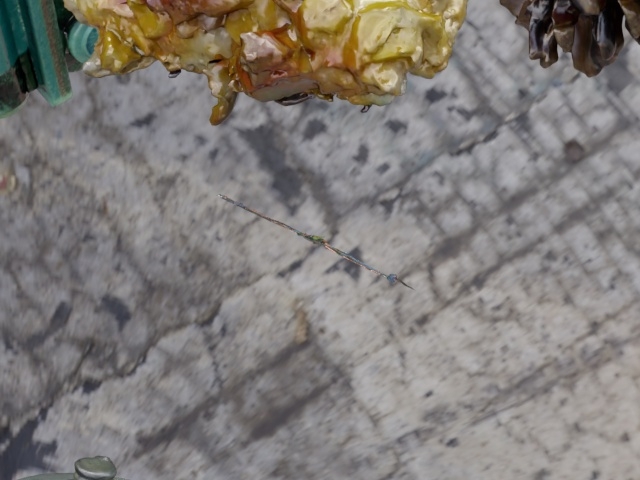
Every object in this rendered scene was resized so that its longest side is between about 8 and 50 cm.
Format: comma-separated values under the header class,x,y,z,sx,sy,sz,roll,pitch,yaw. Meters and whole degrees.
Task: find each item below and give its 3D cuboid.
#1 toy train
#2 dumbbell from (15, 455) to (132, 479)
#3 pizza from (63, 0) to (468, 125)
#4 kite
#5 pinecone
class,x,y,z,sx,sy,sz,roll,pitch,yaw
toy train,-0.257,-0.221,1.210,0.194,0.298,0.120,-35,63,-21
dumbbell,-0.203,0.362,1.205,0.179,0.179,0.406,5,107,-11
pizza,0.002,-0.150,0.742,0.290,0.081,0.228,-24,47,4
kite,0.000,0.000,1.236,0.183,0.160,0.010,26,91,10
pinecone,0.216,-0.226,1.093,0.204,0.184,0.179,-38,121,18
